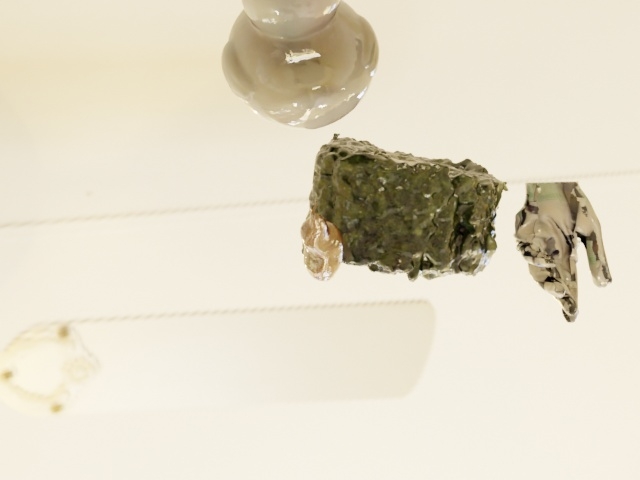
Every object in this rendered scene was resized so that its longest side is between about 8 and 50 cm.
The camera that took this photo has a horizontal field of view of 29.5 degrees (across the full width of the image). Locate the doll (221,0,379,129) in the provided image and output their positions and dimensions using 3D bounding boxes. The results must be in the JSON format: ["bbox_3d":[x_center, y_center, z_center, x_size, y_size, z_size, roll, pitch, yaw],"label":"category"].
[{"bbox_3d":[-0.029,-0.278,1.587,0.221,0.251,0.221,-10,-27,-5],"label":"doll"}]

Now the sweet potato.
[{"bbox_3d":[0.000,0.000,1.507,0.056,0.056,0.195,-26,-26,-5],"label":"sweet potato"}]

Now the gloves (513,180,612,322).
[{"bbox_3d":[0.362,0.017,1.843,0.128,0.111,0.212,-4,-86,-33],"label":"gloves"}]

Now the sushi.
[{"bbox_3d":[0.128,-0.048,1.831,0.294,0.352,0.178,10,-81,7],"label":"sushi"}]
